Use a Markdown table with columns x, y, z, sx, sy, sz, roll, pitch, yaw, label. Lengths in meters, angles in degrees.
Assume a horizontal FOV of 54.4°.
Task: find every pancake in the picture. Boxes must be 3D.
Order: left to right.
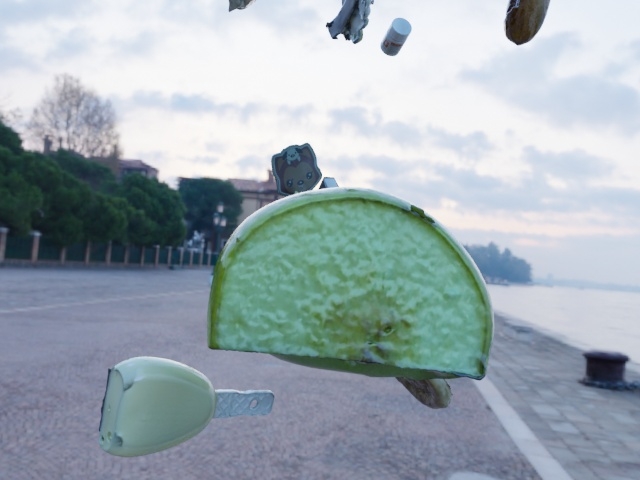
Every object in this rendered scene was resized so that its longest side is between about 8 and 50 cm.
| x | y | z | sx | sy | sz | roll | pitch | yaw | label |
| --- | --- | --- | --- | --- | --- | --- | --- | --- | --- |
| 0.229 | 0.339 | 1.734 | 0.065 | 0.356 | 0.356 | -39 | 6 | -10 | pancake |

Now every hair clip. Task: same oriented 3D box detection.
| x | y | z | sx | sy | sz | roll | pitch | yaw | label |
| --- | --- | --- | --- | --- | --- | --- | --- | --- | --- |
| 0.055 | -0.429 | 1.130 | 0.049 | 0.116 | 0.172 | -14 | -17 | -19 | hair clip |

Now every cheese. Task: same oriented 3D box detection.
| x | y | z | sx | sy | sz | roll | pitch | yaw | label |
| --- | --- | --- | --- | --- | --- | --- | --- | --- | --- |
| -0.167 | 0.221 | 0.844 | 0.251 | 0.127 | 0.054 | 9 | 2 | -38 | cheese |

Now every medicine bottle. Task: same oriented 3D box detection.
| x | y | z | sx | sy | sz | roll | pitch | yaw | label |
| --- | --- | --- | --- | --- | --- | --- | --- | --- | --- |
| 0.193 | -0.522 | 1.602 | 0.057 | 0.057 | 0.089 | 5 | -24 | -15 | medicine bottle |

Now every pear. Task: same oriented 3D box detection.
| x | y | z | sx | sy | sz | roll | pitch | yaw | label |
| --- | --- | --- | --- | --- | --- | --- | --- | --- | --- |
| 0.038 | 0.064 | 0.853 | 0.342 | 0.239 | 0.318 | 7 | -7 | 0 | pear |

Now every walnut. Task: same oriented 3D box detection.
| x | y | z | sx | sy | sz | roll | pitch | yaw | label |
| --- | --- | --- | --- | --- | --- | --- | --- | --- | --- |
| 0.555 | -0.629 | 1.668 | 0.115 | 0.207 | 0.116 | 10 | 23 | -4 | walnut |

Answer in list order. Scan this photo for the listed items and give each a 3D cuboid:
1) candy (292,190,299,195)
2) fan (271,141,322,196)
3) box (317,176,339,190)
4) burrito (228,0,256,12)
| x | y | z | sx | sy | sz | roll | pitch | yaw | label |
| --- | --- | --- | --- | --- | --- | --- | --- | --- | --- |
| 0.000 | 0.000 | 1.559 | 0.246 | 0.149 | 0.069 | 35 | -28 | -2 | candy |
| -0.051 | -0.143 | 1.630 | 0.132 | 0.220 | 0.009 | -21 | 20 | -16 | fan |
| 0.006 | -0.029 | 1.282 | 0.035 | 0.115 | 0.178 | 0 | -42 | -25 | box |
| -0.140 | -0.670 | 1.421 | 0.076 | 0.117 | 0.392 | 40 | -27 | -2 | burrito |
